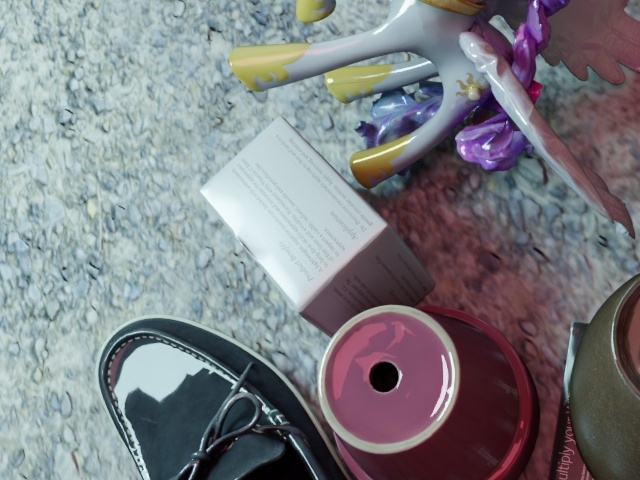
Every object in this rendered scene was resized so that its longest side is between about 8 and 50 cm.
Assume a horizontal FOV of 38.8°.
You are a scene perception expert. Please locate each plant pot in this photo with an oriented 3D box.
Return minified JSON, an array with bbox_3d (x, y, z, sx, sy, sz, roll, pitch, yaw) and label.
[{"bbox_3d":[0.089,0.145,0.840,0.202,0.180,0.201,-8,68,20],"label":"plant pot"},{"bbox_3d":[0.275,0.101,0.654,0.216,0.230,0.215,-8,67,20],"label":"plant pot"}]

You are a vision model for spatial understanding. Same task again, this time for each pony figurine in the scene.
[{"bbox_3d":[0.151,-0.176,0.877,0.364,0.351,0.302,-20,44,39],"label":"pony figurine"}]

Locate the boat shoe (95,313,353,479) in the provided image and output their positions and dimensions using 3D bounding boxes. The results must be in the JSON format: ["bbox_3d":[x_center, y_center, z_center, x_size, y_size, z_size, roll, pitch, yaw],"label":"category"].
[{"bbox_3d":[-0.077,0.239,0.891,0.187,0.156,0.500,-47,59,2],"label":"boat shoe"}]

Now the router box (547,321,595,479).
[{"bbox_3d":[0.316,0.237,0.763,0.243,0.081,0.308,6,73,25],"label":"router box"}]

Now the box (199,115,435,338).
[{"bbox_3d":[0.000,0.000,0.935,0.119,0.182,0.181,-43,61,1],"label":"box"}]
